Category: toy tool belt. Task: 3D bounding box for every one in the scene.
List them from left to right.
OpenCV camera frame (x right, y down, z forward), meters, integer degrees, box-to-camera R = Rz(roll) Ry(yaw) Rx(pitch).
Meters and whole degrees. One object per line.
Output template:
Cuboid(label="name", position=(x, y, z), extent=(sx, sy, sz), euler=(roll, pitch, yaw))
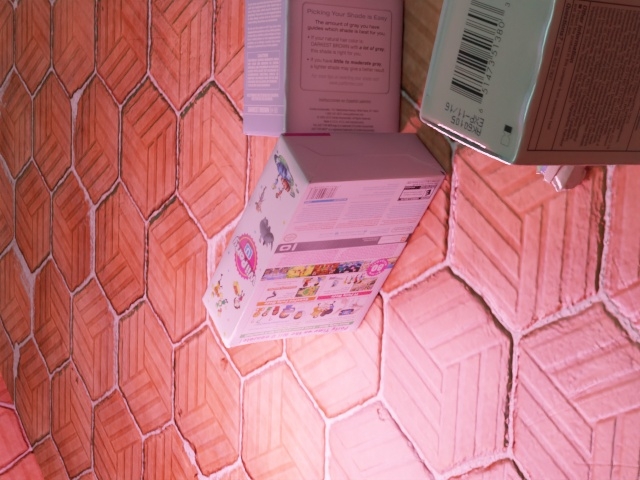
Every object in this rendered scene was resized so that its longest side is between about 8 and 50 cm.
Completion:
Cuboid(label="toy tool belt", position=(0.269, -0.099, 1.208), extent=(0.051, 0.052, 0.083), euler=(42, 126, 35))

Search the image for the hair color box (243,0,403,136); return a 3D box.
Cuboid(label="hair color box", position=(0.006, -0.324, 1.455), extent=(0.113, 0.185, 0.374), euler=(12, 102, 55))

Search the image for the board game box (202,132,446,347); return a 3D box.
Cuboid(label="board game box", position=(0.000, 0.000, 1.455), extent=(0.097, 0.224, 0.303), euler=(57, 135, 34))

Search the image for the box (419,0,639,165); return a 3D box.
Cuboid(label="box", position=(0.249, -0.145, 0.909), extent=(0.121, 0.311, 0.148), euler=(35, 119, 49))
